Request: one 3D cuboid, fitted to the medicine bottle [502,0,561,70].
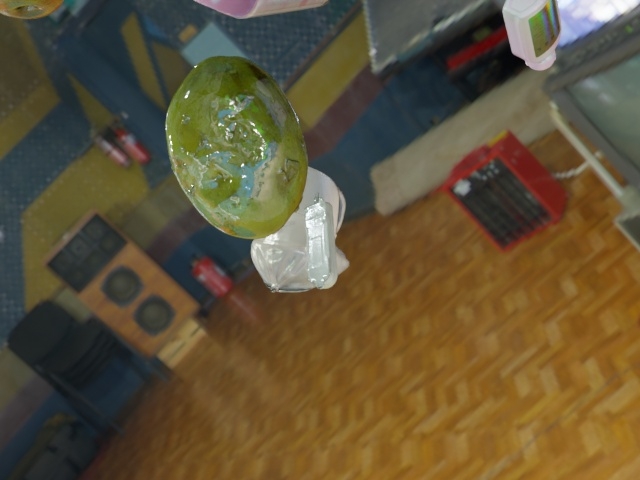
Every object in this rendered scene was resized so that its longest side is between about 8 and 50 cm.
[{"bbox_3d":[0.435,-0.431,2.194,0.115,0.078,0.219,-50,-30,-10],"label":"medicine bottle"}]

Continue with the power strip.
[{"bbox_3d":[0.000,0.000,1.851,0.047,0.030,0.191,-20,58,29],"label":"power strip"}]

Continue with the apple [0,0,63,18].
[{"bbox_3d":[-0.655,-0.574,2.369,0.182,0.155,0.182,-8,-13,-2],"label":"apple"}]

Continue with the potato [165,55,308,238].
[{"bbox_3d":[-0.113,-0.125,1.470,0.186,0.253,0.148,-8,-6,-2],"label":"potato"}]

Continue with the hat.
[{"bbox_3d":[-0.060,-0.030,2.135,0.219,0.226,0.164,9,32,37],"label":"hat"}]

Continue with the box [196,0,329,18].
[{"bbox_3d":[-0.048,-0.389,1.374,0.190,0.112,0.369,-66,-6,18],"label":"box"}]
